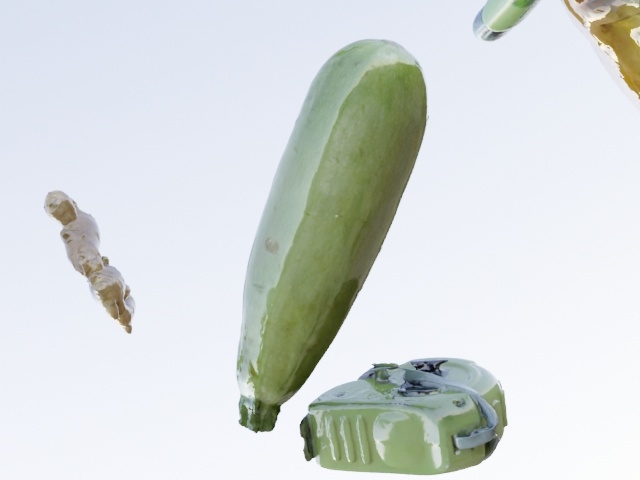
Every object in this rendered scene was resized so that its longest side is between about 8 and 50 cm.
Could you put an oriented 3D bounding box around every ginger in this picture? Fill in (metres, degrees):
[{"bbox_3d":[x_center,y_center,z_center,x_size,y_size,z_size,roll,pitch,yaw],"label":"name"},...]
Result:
[{"bbox_3d":[-0.294,0.029,1.546,0.053,0.176,0.193,-35,-64,-2],"label":"ginger"}]

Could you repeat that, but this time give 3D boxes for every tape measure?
[{"bbox_3d":[0.094,0.159,1.089,0.154,0.178,0.087,-27,-66,-59],"label":"tape measure"}]

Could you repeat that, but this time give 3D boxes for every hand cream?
[{"bbox_3d":[0.218,-0.267,1.244,0.095,0.046,0.175,-40,0,-28],"label":"hand cream"}]

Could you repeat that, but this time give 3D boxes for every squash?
[{"bbox_3d":[-0.001,-0.003,1.052,0.118,0.118,0.370,-2,-64,-56],"label":"squash"}]

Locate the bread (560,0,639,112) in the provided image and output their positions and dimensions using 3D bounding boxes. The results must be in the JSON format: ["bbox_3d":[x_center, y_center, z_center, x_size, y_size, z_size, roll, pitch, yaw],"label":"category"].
[{"bbox_3d":[0.223,-0.181,0.677,0.163,0.204,0.262,-16,-80,-41],"label":"bread"}]
